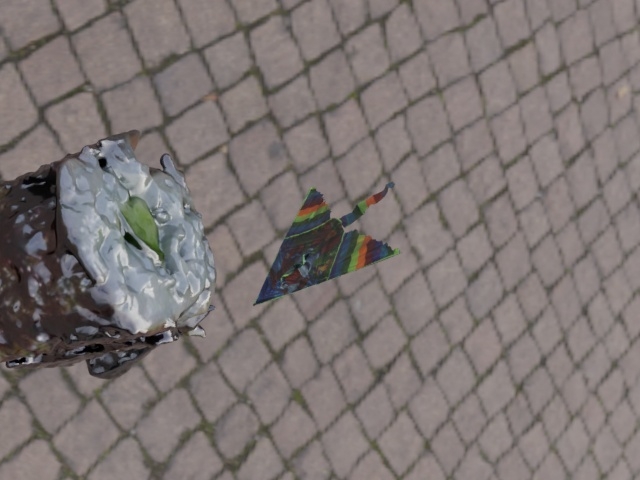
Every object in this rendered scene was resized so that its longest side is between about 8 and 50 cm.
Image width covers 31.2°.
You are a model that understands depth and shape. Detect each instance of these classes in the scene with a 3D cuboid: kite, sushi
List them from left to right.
[{"bbox_3d":[-0.096,0.013,0.473,0.094,0.084,0.098,-20,90,-66],"label":"sushi"},{"bbox_3d":[0.000,0.000,0.555,0.090,0.122,0.004,-40,115,2],"label":"kite"}]
